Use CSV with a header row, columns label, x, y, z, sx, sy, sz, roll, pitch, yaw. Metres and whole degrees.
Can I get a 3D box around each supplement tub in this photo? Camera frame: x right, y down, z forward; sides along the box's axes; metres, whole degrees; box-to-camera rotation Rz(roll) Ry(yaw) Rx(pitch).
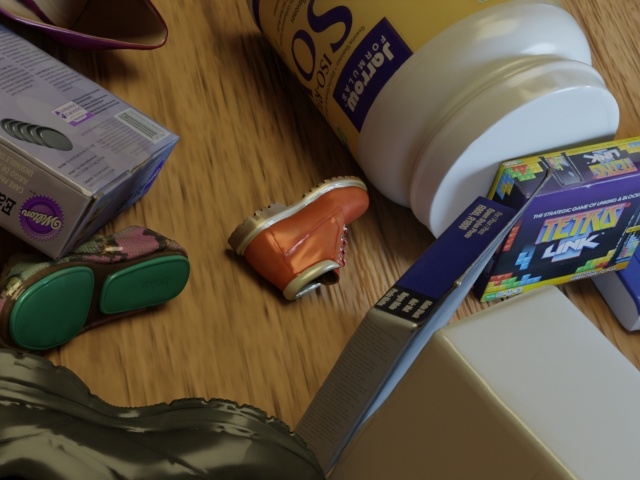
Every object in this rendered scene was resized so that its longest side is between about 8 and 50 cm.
label,x,y,z,sx,sy,sz,roll,pitch,yaw
supplement tub,0.102,-0.180,1.763,0.241,0.241,0.331,-4,48,-41

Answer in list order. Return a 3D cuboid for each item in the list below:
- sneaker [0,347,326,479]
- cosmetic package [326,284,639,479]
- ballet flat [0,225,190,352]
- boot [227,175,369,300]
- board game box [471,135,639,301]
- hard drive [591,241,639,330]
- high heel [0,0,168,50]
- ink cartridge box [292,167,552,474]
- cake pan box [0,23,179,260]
label,x,y,z,sx,sy,sz,roll,pitch,yaw
sneaker,-0.132,0.171,1.290,0.286,0.109,0.130,12,48,-15
cosmetic package,0.215,0.275,1.302,0.453,0.230,0.161,48,37,20
ballet flat,-0.190,0.031,1.435,0.079,0.077,0.221,27,25,27
boot,0.000,0.000,1.629,0.084,0.059,0.158,47,45,15
board game box,0.224,-0.020,1.717,0.170,0.141,0.048,-12,53,-27
hard drive,0.393,-0.013,1.913,0.318,0.040,0.210,-6,49,-29
high heel,-0.228,-0.234,1.546,0.181,0.127,0.377,22,3,4
ink cartridge box,0.076,0.052,1.472,0.045,0.224,0.223,37,34,7
cake pan box,-0.254,-0.101,1.481,0.245,0.070,0.267,33,17,0
